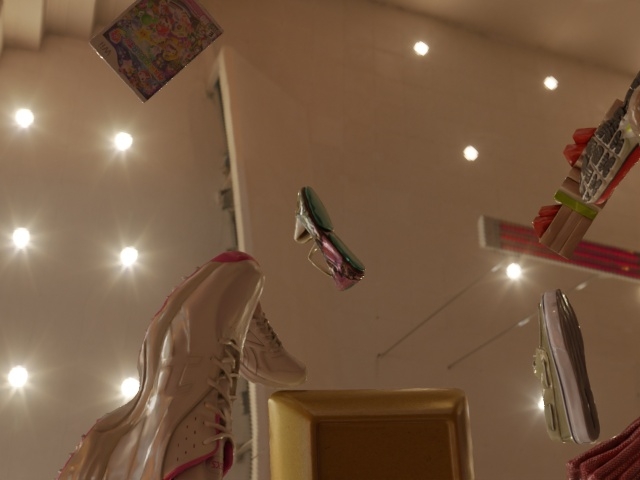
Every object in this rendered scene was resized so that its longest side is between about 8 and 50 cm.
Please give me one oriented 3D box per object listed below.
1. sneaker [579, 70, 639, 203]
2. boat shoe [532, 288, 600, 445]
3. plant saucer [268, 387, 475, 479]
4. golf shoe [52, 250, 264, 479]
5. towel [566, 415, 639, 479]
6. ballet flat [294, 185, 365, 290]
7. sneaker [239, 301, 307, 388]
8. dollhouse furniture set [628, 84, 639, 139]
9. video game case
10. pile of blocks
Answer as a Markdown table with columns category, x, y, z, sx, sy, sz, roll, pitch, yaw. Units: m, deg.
| category | x | y | z | sx | sy | sz | roll | pitch | yaw |
| --- | --- | --- | --- | --- | --- | --- | --- | --- | --- |
| sneaker | 0.520 | -0.156 | 1.277 | 0.118 | 0.279 | 0.107 | 18 | -142 | -13 |
| boat shoe | 0.456 | 0.246 | 1.539 | 0.109 | 0.094 | 0.302 | -2 | -100 | -56 |
| plant saucer | 0.094 | 0.385 | 1.205 | 0.332 | 0.081 | 0.333 | 1 | -109 | -12 |
| golf shoe | -0.117 | 0.158 | 0.744 | 0.140 | 0.115 | 0.306 | 23 | -102 | 30 |
| towel | 0.249 | 0.171 | 0.614 | 0.237 | 0.329 | 0.037 | -31 | -120 | -18 |
| ballet flat | 0.000 | 0.000 | 1.480 | 0.077 | 0.079 | 0.221 | 15 | -142 | -59 |
| sneaker | -0.115 | 0.157 | 1.332 | 0.232 | 0.115 | 0.090 | 30 | -164 | 7 |
| dollhouse furniture set | 0.406 | -0.283 | 0.641 | 0.256 | 0.362 | 0.394 | 12 | -95 | -17 |
| video game case | -0.180 | -0.224 | 0.882 | 0.122 | 0.011 | 0.087 | -43 | -73 | -6 |
| pile of blocks | 0.487 | -0.130 | 1.453 | 0.112 | 0.362 | 0.149 | 32 | -147 | 11 |
